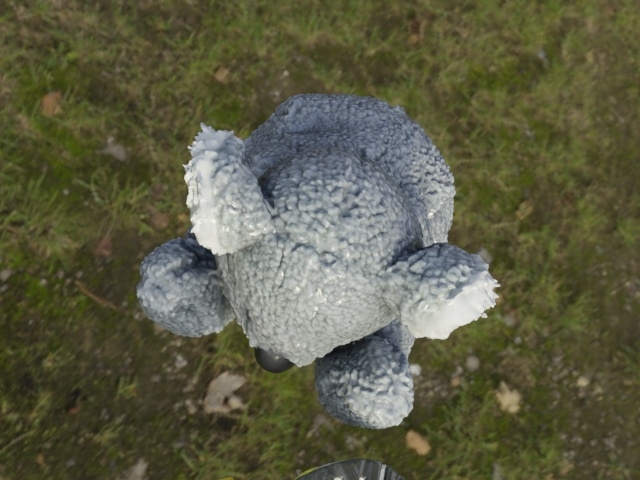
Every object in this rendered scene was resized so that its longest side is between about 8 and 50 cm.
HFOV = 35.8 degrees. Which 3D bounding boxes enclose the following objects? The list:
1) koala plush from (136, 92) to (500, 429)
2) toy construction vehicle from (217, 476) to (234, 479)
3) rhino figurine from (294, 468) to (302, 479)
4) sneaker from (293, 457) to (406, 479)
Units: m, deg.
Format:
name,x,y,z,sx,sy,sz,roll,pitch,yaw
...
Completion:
name,x,y,z,sx,sy,sz,roll,pitch,yaw
koala plush,0.000,0.000,0.571,0.196,0.221,0.203,27,90,1
toy construction vehicle,-0.096,0.185,0.612,0.086,0.098,0.035,-7,49,-41
rhino figurine,-0.030,0.277,0.704,0.073,0.106,0.243,4,54,10
sneaker,0.030,0.204,0.641,0.208,0.094,0.081,43,46,-41
